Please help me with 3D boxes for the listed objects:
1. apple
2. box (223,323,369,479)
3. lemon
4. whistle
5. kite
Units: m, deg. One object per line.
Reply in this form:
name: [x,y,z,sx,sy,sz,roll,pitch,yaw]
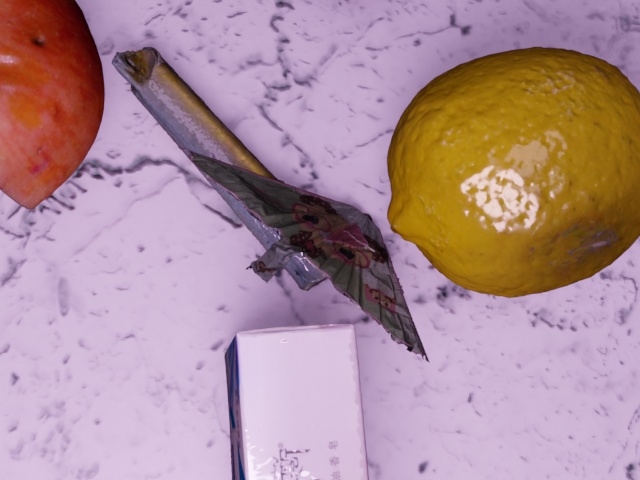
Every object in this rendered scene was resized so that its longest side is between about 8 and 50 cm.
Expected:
apple: [-0.308,-0.193,0.953,0.163,0.251,0.293,-38,85,-4]
box: [-0.024,0.226,0.929,0.116,0.203,0.274,-3,79,-8]
lemon: [0.212,-0.073,1.000,0.311,0.253,0.253,-16,81,-11]
whistle: [-0.100,-0.083,1.053,0.326,0.068,0.057,48,113,2]
kite: [0.000,0.000,0.976,0.323,0.268,0.013,41,116,14]
